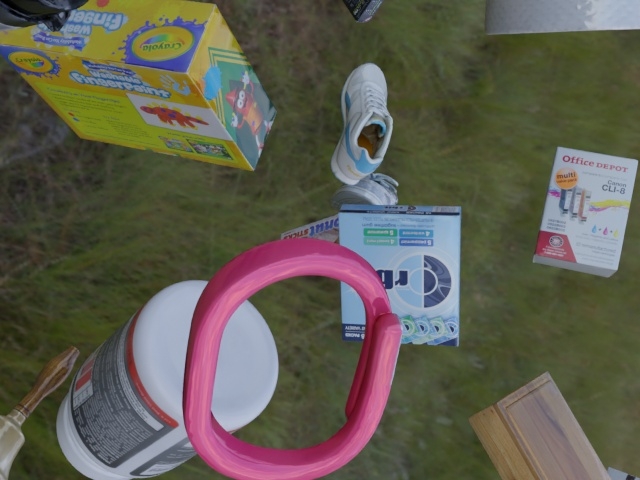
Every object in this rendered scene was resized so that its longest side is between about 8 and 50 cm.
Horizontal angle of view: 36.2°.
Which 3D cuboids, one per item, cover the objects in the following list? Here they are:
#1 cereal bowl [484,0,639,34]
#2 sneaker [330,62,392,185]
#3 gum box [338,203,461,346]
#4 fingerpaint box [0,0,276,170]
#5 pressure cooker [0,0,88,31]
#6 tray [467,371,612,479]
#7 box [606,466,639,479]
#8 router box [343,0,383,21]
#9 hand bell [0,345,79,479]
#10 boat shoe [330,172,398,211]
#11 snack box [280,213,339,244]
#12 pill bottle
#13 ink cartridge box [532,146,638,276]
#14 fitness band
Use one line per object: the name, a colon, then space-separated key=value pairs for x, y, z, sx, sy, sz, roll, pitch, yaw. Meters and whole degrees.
cereal bowl: x=0.425 y=-0.398 z=1.536 sx=0.339 sy=0.338 sz=0.141 roll=-29 pitch=119 yaw=-67
sneaker: x=0.084 y=-0.206 z=1.660 sx=0.092 sy=0.087 sz=0.229 roll=-28 pitch=-133 yaw=52
gum box: x=0.105 y=0.046 z=1.289 sx=0.041 sy=0.156 sz=0.184 roll=-62 pitch=151 yaw=-67
fingerpaint box: x=-0.360 y=-0.329 z=1.975 sx=0.371 sy=0.444 sz=0.163 roll=56 pitch=50 yaw=-60
pressure cooker: x=-0.402 y=-0.387 z=1.012 sx=0.370 sy=0.420 sz=0.376 roll=-64 pitch=146 yaw=-65
tray: x=0.427 y=0.441 z=1.664 sx=0.076 sy=0.411 sz=0.202 roll=-39 pitch=165 yaw=36
box: x=0.603 y=0.567 z=1.915 sx=0.182 sy=0.119 sz=0.181 roll=46 pitch=66 yaw=-50
router box: x=0.091 y=-0.509 z=1.946 sx=0.038 sy=0.092 sz=0.122 roll=-13 pitch=154 yaw=-41
hand bell: x=-0.454 y=0.255 z=1.503 sx=0.242 sy=0.126 sz=0.126 roll=-55 pitch=156 yaw=-34
boat shoe: x=0.098 y=-0.088 z=1.907 sx=0.320 sy=0.118 sz=0.103 roll=31 pitch=78 yaw=-77
snack box: x=0.000 y=0.000 z=1.583 sx=0.022 sy=0.178 sz=0.064 roll=25 pitch=60 yaw=-39
pill bottle: x=-0.234 y=0.217 z=1.395 sx=0.363 sy=0.210 sz=0.210 roll=-38 pitch=-165 yaw=46
ink cartridge box: x=0.415 y=-0.044 z=1.542 sx=0.127 sy=0.128 sz=0.176 roll=35 pitch=67 yaw=-76
fitness band: x=-0.033 y=0.128 z=0.994 sx=0.054 sy=0.209 sz=0.291 roll=-104 pitch=-158 yaw=-57
